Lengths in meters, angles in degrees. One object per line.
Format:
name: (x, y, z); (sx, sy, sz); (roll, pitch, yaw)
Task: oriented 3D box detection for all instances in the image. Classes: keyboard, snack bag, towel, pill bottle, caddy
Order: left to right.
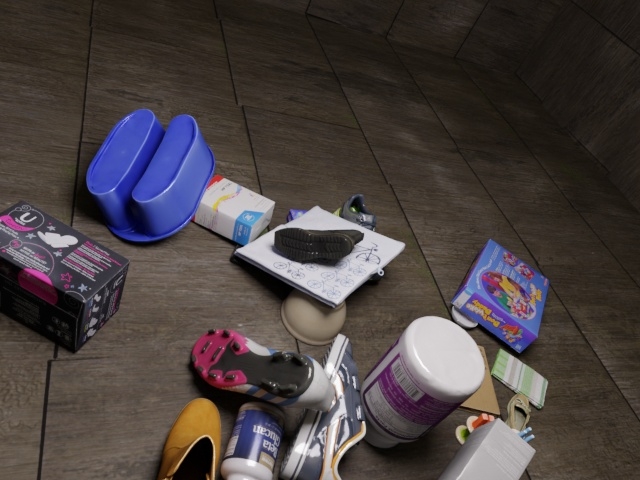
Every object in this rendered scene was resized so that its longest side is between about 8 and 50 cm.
caddy: (-0.406, -0.159, 1.229); (0.242, 0.179, 0.341); (10, 59, 11)
pill bottle: (-0.125, 0.392, 0.909); (0.094, 0.094, 0.169); (22, 44, -8)
keyboard: (-0.138, 0.050, 1.311); (0.180, 0.023, 0.108); (24, 47, -6)
snack bag: (0.013, 0.020, 1.270); (0.323, 0.037, 0.343); (24, 37, 31)
pill bottle: (0.182, 0.302, 1.013); (0.170, 0.301, 0.169); (15, 43, -14)
towel: (0.540, 0.374, 1.356); (0.152, 0.023, 0.113); (34, 39, 10)

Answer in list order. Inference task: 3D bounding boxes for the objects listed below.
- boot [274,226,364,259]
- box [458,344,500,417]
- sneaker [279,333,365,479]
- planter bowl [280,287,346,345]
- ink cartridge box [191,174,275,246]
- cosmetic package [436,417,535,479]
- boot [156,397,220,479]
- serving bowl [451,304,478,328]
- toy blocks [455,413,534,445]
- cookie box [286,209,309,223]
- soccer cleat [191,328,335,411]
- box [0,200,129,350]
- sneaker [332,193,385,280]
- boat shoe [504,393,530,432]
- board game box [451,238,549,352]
boot: (0.000, 0.000, 1.222); (0.198, 0.076, 0.137); (11, 16, 21)
box: (0.368, 0.344, 1.287); (0.165, 0.021, 0.201); (16, 42, -13)
sneaker: (0.030, 0.349, 1.021); (0.128, 0.126, 0.321); (23, 51, 1)
planter bowl: (-0.004, 0.158, 1.207); (0.162, 0.109, 0.162); (15, 43, -15)
ink cartridge box: (-0.257, -0.091, 1.329); (0.231, 0.077, 0.134); (25, 40, 8)
cosmetic package: (0.304, 0.481, 0.988); (0.107, 0.127, 0.238); (40, 61, 13)
boot: (-0.203, 0.355, 0.816); (0.104, 0.211, 0.295); (20, 41, -10)
serving bowl: (0.410, 0.220, 1.432); (0.084, 0.027, 0.083); (15, 41, -14)
toy blocks: (0.390, 0.432, 1.112); (0.123, 0.148, 0.054); (40, 41, 13)
cookie box: (-0.034, -0.042, 1.446); (0.107, 0.040, 0.091); (4, 46, -25)
soccer cleat: (-0.119, 0.265, 0.980); (0.332, 0.143, 0.116); (6, 56, 39)
box: (-0.525, 0.068, 0.971); (0.247, 0.163, 0.142); (30, 37, 1)
sneaker: (0.115, -0.013, 1.437); (0.111, 0.121, 0.299); (1, 48, -28)
boat shoe: (0.495, 0.435, 1.243); (0.056, 0.048, 0.153); (41, 42, 14)
board game box: (0.558, 0.153, 1.520); (0.233, 0.078, 0.347); (37, 36, 10)
